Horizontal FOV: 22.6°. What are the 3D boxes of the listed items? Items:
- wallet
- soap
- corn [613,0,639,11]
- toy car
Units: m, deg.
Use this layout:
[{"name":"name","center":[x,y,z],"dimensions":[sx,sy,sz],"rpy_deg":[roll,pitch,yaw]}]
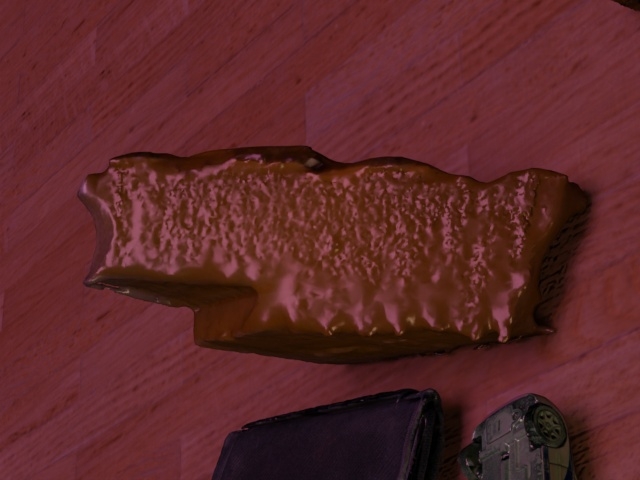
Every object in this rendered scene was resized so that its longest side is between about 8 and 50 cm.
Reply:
[{"name":"wallet","center":[-0.008,0.265,1.449],"dimensions":[0.342,0.075,0.237],"rpy_deg":[-22,52,54]},{"name":"soap","center":[0.000,0.000,1.339],"dimensions":[0.338,0.304,0.169],"rpy_deg":[-14,67,54]},{"name":"corn","center":[0.289,-0.280,1.238],"dimensions":[0.231,0.080,0.080],"rpy_deg":[-62,33,22]},{"name":"toy car","center":[0.160,0.225,1.202],"dimensions":[0.090,0.076,0.224],"rpy_deg":[-39,37,44]}]
